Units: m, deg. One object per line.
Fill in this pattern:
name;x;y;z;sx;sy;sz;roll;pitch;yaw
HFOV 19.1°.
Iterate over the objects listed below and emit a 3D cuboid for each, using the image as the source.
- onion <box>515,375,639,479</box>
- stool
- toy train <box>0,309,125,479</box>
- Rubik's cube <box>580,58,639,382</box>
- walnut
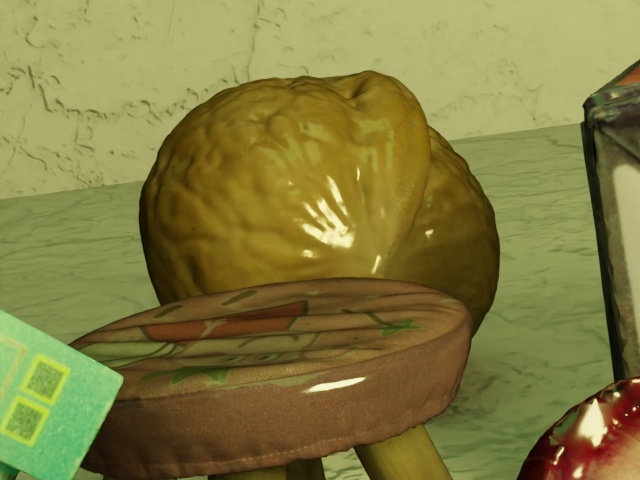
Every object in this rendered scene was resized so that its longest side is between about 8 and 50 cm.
onion;0.202;0.164;0.873;0.248;0.248;0.161;-5;-27;14
stool;-0.032;0.136;1.174;0.272;0.178;0.272;-8;11;2
toy train;-0.245;0.147;0.986;0.194;0.298;0.120;31;-9;-28
Rubik's cube;0.353;0.014;1.211;0.305;0.310;0.307;-7;11;23
walnut;0.000;0.000;1.598;0.333;0.332;0.333;-8;11;2
